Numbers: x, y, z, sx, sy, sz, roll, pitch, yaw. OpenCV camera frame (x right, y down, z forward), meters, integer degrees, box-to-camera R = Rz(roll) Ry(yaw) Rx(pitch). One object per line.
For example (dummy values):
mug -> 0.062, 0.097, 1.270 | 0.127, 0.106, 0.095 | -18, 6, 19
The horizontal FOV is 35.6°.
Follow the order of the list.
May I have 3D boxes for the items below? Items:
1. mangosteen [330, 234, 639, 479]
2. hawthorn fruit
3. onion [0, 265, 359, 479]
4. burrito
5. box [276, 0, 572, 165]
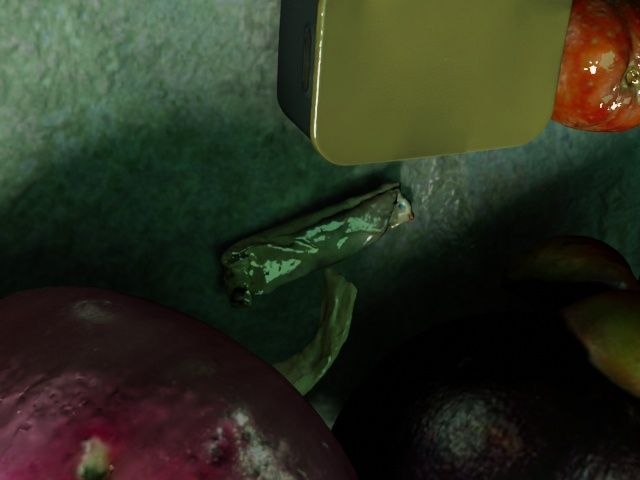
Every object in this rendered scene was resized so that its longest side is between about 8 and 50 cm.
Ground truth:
mangosteen -> 0.190, 0.184, 0.814 | 0.382, 0.382, 0.435 | 31, 69, -36
hawthorn fruit -> 0.214, -0.143, 0.783 | 0.128, 0.128, 0.128 | -12, 121, -21
onion -> -0.108, 0.199, 0.662 | 0.345, 0.358, 0.358 | -3, 118, -38
burrito -> -0.001, -0.001, 0.795 | 0.171, 0.042, 0.051 | -22, 126, -11
box -> 0.070, -0.143, 0.723 | 0.201, 0.090, 0.144 | -9, 120, -23
